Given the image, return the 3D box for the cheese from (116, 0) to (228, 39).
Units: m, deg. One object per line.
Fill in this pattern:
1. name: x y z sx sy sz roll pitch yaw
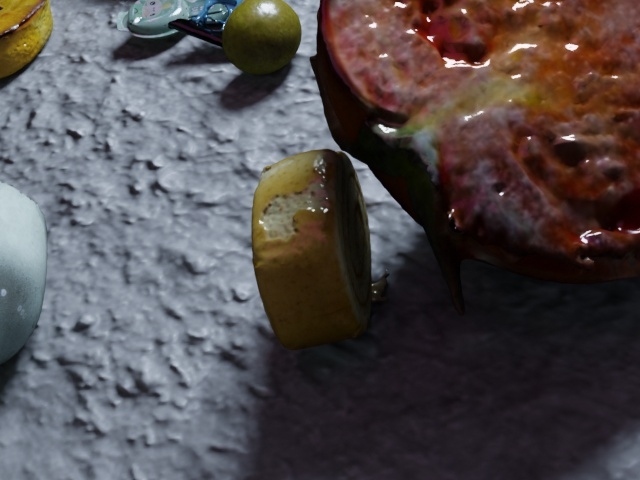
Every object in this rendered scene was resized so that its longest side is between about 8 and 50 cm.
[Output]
1. cheese: -0.147 -0.229 1.116 0.120 0.026 0.067 -8 49 2

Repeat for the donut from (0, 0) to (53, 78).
1. donut: -0.356 -0.226 1.184 0.152 0.058 0.152 -8 42 8

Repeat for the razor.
1. razor: -0.051 -0.287 1.112 0.082 0.042 0.253 24 58 19

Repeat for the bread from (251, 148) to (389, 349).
1. bread: 0.000 0.000 0.760 0.073 0.122 0.149 -10 46 12

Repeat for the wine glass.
1. wine glass: -0.277 0.069 0.825 0.126 0.126 0.241 -12 44 15

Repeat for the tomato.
1. tomato: 0.148 -0.097 0.754 0.309 0.170 0.309 2 74 -5

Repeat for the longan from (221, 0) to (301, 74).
1. longan: -0.054 -0.186 1.008 0.075 0.075 0.083 -35 2 -9
